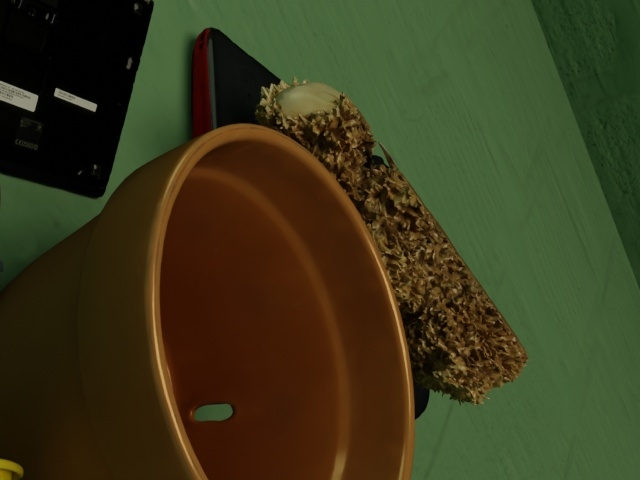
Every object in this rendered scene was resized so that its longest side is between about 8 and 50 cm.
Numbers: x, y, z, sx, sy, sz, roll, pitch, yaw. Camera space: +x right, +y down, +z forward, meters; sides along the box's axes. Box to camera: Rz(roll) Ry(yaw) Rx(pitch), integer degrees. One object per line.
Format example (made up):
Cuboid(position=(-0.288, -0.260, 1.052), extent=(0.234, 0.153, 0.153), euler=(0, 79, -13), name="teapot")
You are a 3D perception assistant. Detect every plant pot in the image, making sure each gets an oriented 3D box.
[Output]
Cuboid(position=(-0.092, 0.089, 0.644), extent=(0.291, 0.204, 0.290), euler=(37, 44, -48), name="plant pot")

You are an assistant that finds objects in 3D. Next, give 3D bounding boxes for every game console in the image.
Cuboid(position=(0.000, 0.000, 1.007), extent=(0.386, 0.060, 0.341), euler=(32, 49, -51), name="game console")

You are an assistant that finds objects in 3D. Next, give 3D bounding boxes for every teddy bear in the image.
Cuboid(position=(0.048, -0.002, 0.853), extent=(0.338, 0.113, 0.245), euler=(53, 10, -20), name="teddy bear")

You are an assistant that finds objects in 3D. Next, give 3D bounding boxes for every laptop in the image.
Cuboid(position=(-0.252, -0.190, 0.708), extent=(0.234, 0.137, 0.264), euler=(16, 87, -57), name="laptop")

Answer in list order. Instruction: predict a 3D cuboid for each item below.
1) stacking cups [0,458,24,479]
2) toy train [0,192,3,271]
Cuboid(position=(-0.209, 0.267, 0.464), extent=(0.096, 0.096, 0.316), euler=(32, 50, -51), name="stacking cups")
Cuboid(position=(-0.227, -0.030, 0.626), extent=(0.036, 0.027, 0.158), euler=(3, 85, -68), name="toy train")
